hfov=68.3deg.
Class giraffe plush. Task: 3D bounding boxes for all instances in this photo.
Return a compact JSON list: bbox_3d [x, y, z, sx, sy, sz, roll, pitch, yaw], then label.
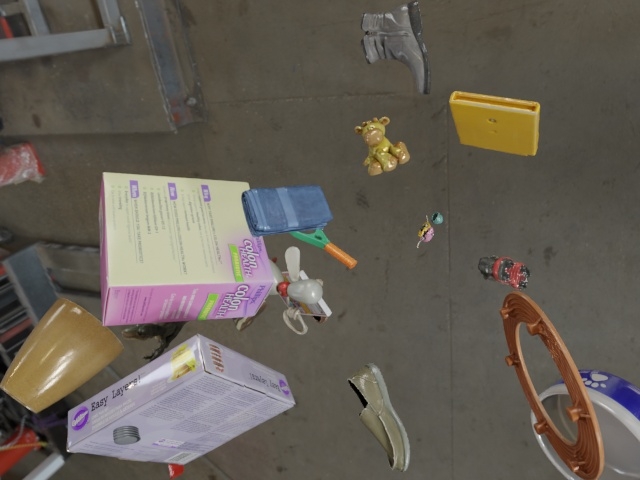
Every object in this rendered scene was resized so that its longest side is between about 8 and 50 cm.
[{"bbox_3d":[0.221,-0.371,1.783,0.182,0.210,0.170,-28,119,-2],"label":"giraffe plush"}]

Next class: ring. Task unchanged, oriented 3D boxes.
[{"bbox_3d":[0.399,0.257,0.858,0.032,0.336,0.336,-17,110,2],"label":"ring"}]

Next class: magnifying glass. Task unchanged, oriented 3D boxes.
[{"bbox_3d":[0.000,0.000,1.255,0.231,0.092,0.026,38,125,22],"label":"magnifying glass"}]

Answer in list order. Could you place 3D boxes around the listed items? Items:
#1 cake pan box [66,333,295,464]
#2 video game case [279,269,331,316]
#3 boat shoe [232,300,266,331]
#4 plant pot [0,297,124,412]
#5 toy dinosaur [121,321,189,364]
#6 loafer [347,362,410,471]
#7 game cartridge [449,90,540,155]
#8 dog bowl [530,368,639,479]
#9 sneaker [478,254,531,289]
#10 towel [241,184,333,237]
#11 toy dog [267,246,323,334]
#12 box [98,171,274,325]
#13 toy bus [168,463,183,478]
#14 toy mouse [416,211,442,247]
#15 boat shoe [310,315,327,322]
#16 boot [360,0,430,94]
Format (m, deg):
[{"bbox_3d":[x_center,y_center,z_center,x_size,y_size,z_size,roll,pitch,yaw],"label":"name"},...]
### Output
[{"bbox_3d":[-0.204,0.269,0.752,0.246,0.070,0.267,-31,142,12],"label":"cake pan box"},{"bbox_3d":[-0.090,0.207,1.839,0.204,0.025,0.285,57,151,-14],"label":"video game case"},{"bbox_3d":[-0.312,0.292,1.965,0.095,0.095,0.257,52,136,10],"label":"boat shoe"},{"bbox_3d":[-0.727,0.329,1.297,0.237,0.254,0.237,23,142,19],"label":"plant pot"},{"bbox_3d":[-0.321,0.191,0.999,0.064,0.268,0.118,35,106,9],"label":"toy dinosaur"},{"bbox_3d":[0.131,0.421,1.116,0.094,0.088,0.251,102,151,-55],"label":"loafer"},{"bbox_3d":[0.618,-0.406,1.667,0.285,0.324,0.052,18,84,26],"label":"game cartridge"},{"bbox_3d":[0.599,0.417,1.007,0.265,0.104,0.264,39,141,41],"label":"dog bowl"},{"bbox_3d":[0.669,0.114,1.726,0.135,0.276,0.097,14,86,47],"label":"sneaker"},{"bbox_3d":[-0.046,-0.042,0.642,0.029,0.120,0.067,-42,62,54],"label":"towel"},{"bbox_3d":[-0.113,0.114,1.456,0.334,0.161,0.220,29,134,25],"label":"toy dog"},{"bbox_3d":[-0.226,0.012,0.773,0.117,0.243,0.213,-58,42,45],"label":"box"},{"bbox_3d":[-0.391,0.639,1.127,0.104,0.191,0.202,-12,114,41],"label":"toy bus"},{"bbox_3d":[0.383,-0.045,1.619,0.031,0.161,0.143,34,153,-5],"label":"toy mouse"},{"bbox_3d":[-0.039,0.271,2.079,0.073,0.073,0.207,-40,72,15],"label":"boat shoe"},{"bbox_3d":[0.272,-0.670,1.705,0.223,0.118,0.337,-11,90,16],"label":"boot"}]
